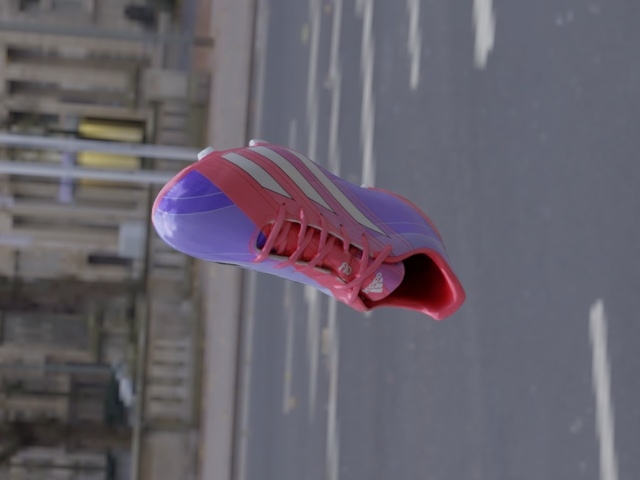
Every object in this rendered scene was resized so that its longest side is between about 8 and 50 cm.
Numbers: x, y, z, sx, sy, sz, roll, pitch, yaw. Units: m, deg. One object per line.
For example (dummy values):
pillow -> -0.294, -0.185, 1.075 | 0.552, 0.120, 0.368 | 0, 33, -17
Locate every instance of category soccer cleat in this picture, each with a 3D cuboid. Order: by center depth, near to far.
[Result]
soccer cleat -> 0.000, 0.000, 1.043 | 0.083, 0.248, 0.095 | -53, 55, 18
